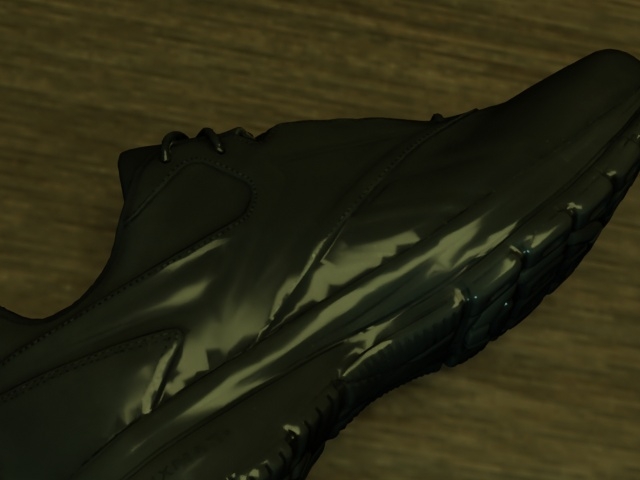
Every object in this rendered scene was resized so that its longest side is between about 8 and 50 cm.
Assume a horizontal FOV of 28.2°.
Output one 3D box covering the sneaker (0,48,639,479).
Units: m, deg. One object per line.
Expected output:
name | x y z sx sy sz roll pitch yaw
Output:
sneaker | 0.000 0.000 0.443 0.286 0.109 0.130 -34 72 -21
